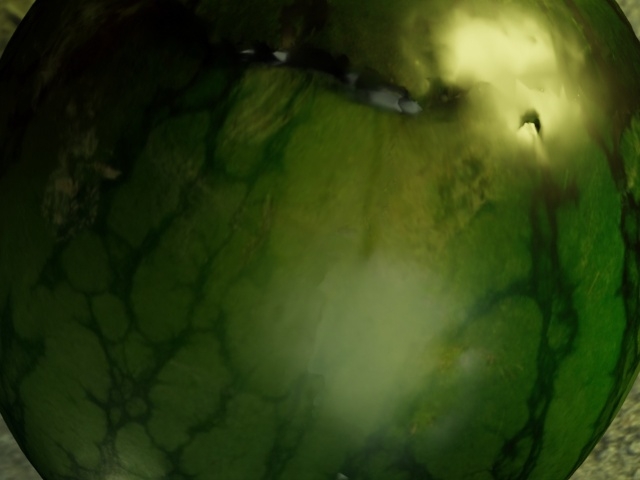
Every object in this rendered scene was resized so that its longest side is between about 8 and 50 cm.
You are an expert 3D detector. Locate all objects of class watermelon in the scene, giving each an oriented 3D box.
[{"bbox_3d":[0.000,0.000,0.659,0.363,0.363,0.363,-12,135,-12],"label":"watermelon"}]
